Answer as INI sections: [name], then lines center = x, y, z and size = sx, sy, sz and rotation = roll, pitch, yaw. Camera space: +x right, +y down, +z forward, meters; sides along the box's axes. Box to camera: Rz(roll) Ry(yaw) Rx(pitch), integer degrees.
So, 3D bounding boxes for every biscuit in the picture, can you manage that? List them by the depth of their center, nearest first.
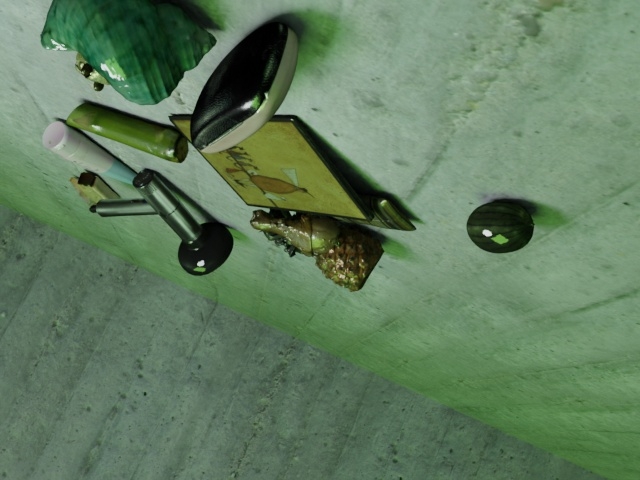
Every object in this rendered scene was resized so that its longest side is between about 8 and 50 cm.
[biscuit]
center = -0.624, -0.139, 2.191
size = 0.056, 0.052, 0.188
rotation = 11, 166, 10

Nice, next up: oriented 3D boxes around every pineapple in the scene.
[pineapple]
center = 0.000, 0.000, 1.567
size = 0.248, 0.128, 0.128
rotation = 29, 166, 6

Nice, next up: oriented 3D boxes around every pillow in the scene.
[pillow]
center = 0.066, -0.055, 1.396
size = 0.204, 0.038, 0.113
rotation = 10, 160, 43

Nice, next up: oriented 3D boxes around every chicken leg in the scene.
[chicken leg]
center = -0.053, -0.019, 1.491
size = 0.198, 0.069, 0.085
rotation = 13, 156, 23

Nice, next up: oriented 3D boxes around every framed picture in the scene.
[framed picture]
center = -0.092, -0.129, 1.355
size = 0.339, 0.014, 0.255
rotation = 9, 150, 44

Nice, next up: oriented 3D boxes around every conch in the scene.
[conch]
center = -0.242, -0.261, 0.985
size = 0.202, 0.134, 0.196
rotation = 24, -153, -20

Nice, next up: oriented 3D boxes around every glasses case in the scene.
[glasses case]
center = -0.106, -0.192, 1.017
size = 0.075, 0.122, 0.314
rotation = 24, 166, -20

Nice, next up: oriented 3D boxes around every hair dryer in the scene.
[hair dryer]
center = -0.416, -0.067, 1.989
size = 0.284, 0.155, 0.320
rotation = 10, 151, 44

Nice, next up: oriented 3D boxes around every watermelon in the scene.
[watermelon]
center = 0.263, -0.019, 1.131
size = 0.078, 0.078, 0.111
rotation = 32, 163, -29

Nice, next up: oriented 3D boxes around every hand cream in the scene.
[hand cream]
center = -0.524, -0.191, 1.859
size = 0.111, 0.070, 0.312
rotation = 14, 171, 29

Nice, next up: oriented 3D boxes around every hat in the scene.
[hat]
center = -0.359, -0.278, 1.250
size = 0.076, 0.059, 0.077
rotation = 31, 169, -8

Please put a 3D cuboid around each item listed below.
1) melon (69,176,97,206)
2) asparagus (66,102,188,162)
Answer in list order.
[melon]
center = -0.678, -0.127, 2.324
size = 0.098, 0.054, 0.182
rotation = 36, 173, 18
[asparagus]
center = -0.379, -0.216, 1.508
size = 0.278, 0.060, 0.067
rotation = 20, -176, 17
